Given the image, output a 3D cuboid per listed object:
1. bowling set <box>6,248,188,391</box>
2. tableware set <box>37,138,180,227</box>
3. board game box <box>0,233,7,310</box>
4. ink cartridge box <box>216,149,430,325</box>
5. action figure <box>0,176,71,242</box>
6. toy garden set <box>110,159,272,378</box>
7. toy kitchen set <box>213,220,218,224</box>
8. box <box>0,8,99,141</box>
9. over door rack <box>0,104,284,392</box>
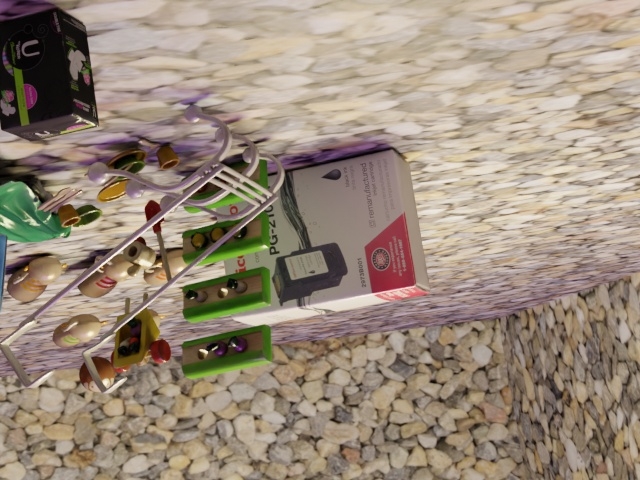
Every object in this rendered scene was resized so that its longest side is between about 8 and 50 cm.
[{"bbox_3d":[-0.308,0.115,2.159,0.287,0.200,0.154,-9,170,-29],"label":"bowling set"},{"bbox_3d":[-0.221,-0.056,1.566,0.154,0.024,0.104,-32,164,16],"label":"tableware set"},{"bbox_3d":[-0.536,0.031,1.507,0.308,0.086,0.302,14,162,-41],"label":"board game box"},{"bbox_3d":[0.000,0.000,1.795,0.237,0.172,0.100,-11,170,14],"label":"ink cartridge box"},{"bbox_3d":[-0.340,-0.033,1.605,0.137,0.063,0.232,-14,166,17],"label":"action figure"},{"bbox_3d":[-0.156,0.035,1.666,0.203,0.244,0.049,-14,156,26],"label":"toy garden set"},{"bbox_3d":[-0.097,-0.030,1.988,0.083,0.075,0.068,-39,136,-15],"label":"toy kitchen set"},{"bbox_3d":[-0.211,-0.124,1.109,0.062,0.083,0.052,-12,170,14],"label":"box"},{"bbox_3d":[-0.191,0.007,1.517,0.324,0.108,0.239,-50,166,3],"label":"over door rack"}]
